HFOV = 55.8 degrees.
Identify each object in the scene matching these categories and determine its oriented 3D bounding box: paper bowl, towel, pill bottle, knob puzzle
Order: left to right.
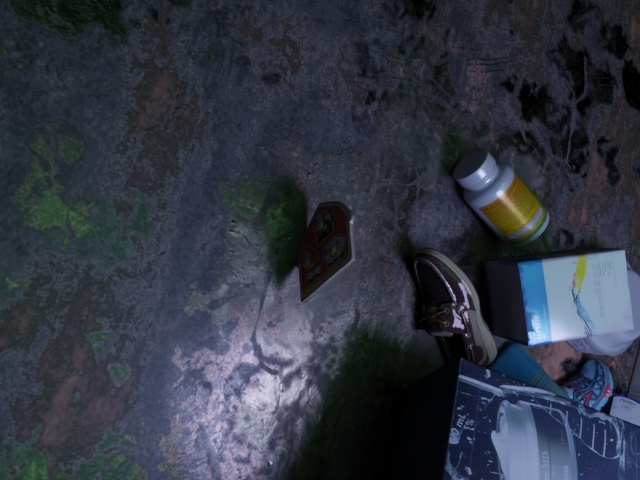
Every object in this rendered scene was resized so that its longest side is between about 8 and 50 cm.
[{"bbox_3d":[0.000,0.000,1.202,0.030,0.213,0.213,20,76,-28],"label":"knob puzzle"},{"bbox_3d":[0.443,-0.107,1.498,0.245,0.136,0.136,43,67,-22],"label":"pill bottle"},{"bbox_3d":[0.462,0.452,1.461,0.370,0.040,0.271,-38,81,-30],"label":"towel"},{"bbox_3d":[0.804,0.178,1.693,0.284,0.148,0.285,3,85,-32],"label":"paper bowl"}]

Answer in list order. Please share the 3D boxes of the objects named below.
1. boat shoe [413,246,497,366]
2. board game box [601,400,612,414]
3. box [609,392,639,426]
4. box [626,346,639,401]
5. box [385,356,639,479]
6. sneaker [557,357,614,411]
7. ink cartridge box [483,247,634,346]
[{"bbox_3d":[0.294,0.178,1.402,0.123,0.123,0.342,-39,112,-29],"label":"boat shoe"},{"bbox_3d":[0.838,0.554,1.749,0.201,0.035,0.136,39,68,-23],"label":"board game box"},{"bbox_3d":[0.856,0.481,1.642,0.137,0.126,0.072,45,65,-55],"label":"box"},{"bbox_3d":[1.046,0.427,1.831,0.148,0.126,0.232,33,71,-25],"label":"box"},{"bbox_3d":[0.381,0.558,1.185,0.471,0.297,0.480,21,58,-6],"label":"box"},{"bbox_3d":[0.699,0.418,1.637,0.125,0.104,0.262,44,66,-19],"label":"sneaker"},{"bbox_3d":[0.574,0.129,1.474,0.269,0.198,0.197,-7,90,-7],"label":"ink cartridge box"}]
